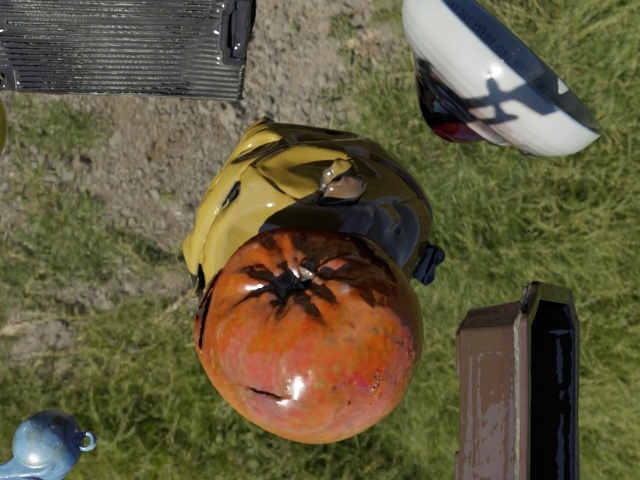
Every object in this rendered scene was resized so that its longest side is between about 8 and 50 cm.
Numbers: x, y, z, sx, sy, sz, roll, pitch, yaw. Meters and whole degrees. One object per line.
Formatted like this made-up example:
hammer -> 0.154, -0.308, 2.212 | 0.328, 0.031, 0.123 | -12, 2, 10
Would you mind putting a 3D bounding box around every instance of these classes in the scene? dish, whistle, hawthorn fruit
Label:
dish -> 0.177, -0.170, 0.933 | 0.273, 0.273, 0.134 | 25, 119, -33
whistle -> -0.345, 0.247, 0.980 | 0.158, 0.090, 0.090 | -5, 136, 6
hawthorn fruit -> 0.005, 0.130, 1.021 | 0.276, 0.276, 0.307 | -22, 145, 9

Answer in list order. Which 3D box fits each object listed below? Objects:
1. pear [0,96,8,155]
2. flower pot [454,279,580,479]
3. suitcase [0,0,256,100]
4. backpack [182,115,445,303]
pear -> -0.677, -0.173, 1.315 | 0.315, 0.314, 0.314 | -7, 135, -7
flower pot -> 0.187, 0.166, 0.784 | 0.084, 0.250, 0.179 | -1, 173, 32
suitcase -> -0.248, -0.304, 1.002 | 0.335, 0.152, 0.229 | 0, 134, -12
backpack -> -0.002, -0.005, 1.191 | 0.378, 0.201, 0.353 | 2, 129, -27
